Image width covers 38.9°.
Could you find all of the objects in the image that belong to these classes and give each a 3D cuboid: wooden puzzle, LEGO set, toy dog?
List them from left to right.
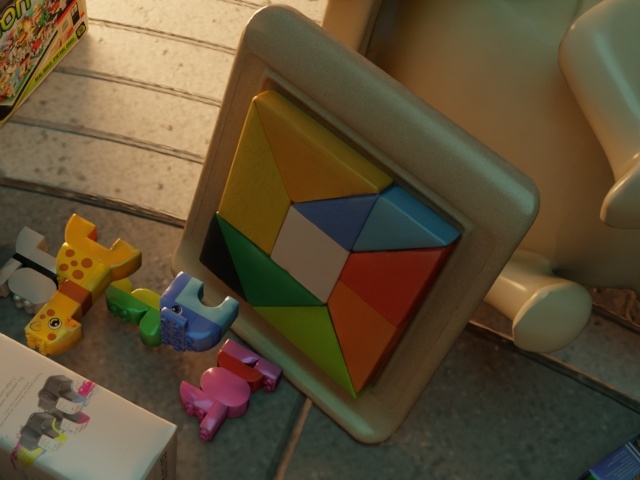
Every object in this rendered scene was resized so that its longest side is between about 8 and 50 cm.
[{"bbox_3d":[-0.145,0.059,0.626,0.227,0.087,0.093,27,56,11],"label":"LEGO set"},{"bbox_3d":[0.000,0.000,0.603,0.221,0.239,0.044,39,39,17],"label":"wooden puzzle"},{"bbox_3d":[0.212,-0.075,0.687,0.407,0.285,0.395,30,31,14],"label":"toy dog"}]

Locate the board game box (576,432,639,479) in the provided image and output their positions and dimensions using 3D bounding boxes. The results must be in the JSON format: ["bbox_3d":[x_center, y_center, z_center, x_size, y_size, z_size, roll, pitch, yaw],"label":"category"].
[{"bbox_3d":[0.300,0.175,0.649,0.201,0.035,0.136,-25,64,-23],"label":"board game box"}]

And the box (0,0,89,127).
[{"bbox_3d":[-0.262,-0.156,0.735,0.036,0.114,0.207,24,57,7],"label":"box"}]

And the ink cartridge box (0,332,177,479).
[{"bbox_3d":[-0.149,0.135,0.563,0.181,0.104,0.062,26,57,8],"label":"ink cartridge box"}]
